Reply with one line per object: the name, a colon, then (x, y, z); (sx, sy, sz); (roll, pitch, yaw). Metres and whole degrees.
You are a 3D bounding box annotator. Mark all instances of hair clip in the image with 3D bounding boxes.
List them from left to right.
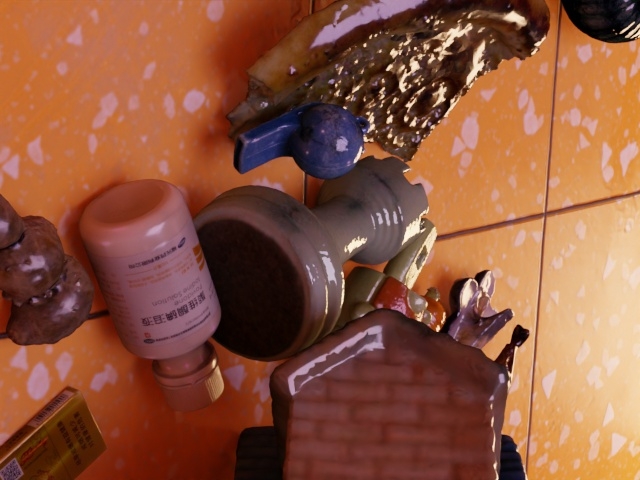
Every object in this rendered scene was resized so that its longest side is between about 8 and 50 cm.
hair clip: (0.179, 0.156, 2.147); (0.257, 0.075, 0.146); (-57, 152, -10)

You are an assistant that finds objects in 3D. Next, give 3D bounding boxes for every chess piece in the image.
chess piece: (0.000, 0.000, 1.828); (0.299, 0.195, 0.194); (-30, 122, -50)

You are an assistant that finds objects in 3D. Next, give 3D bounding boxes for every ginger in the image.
ginger: (-0.292, 0.020, 1.570); (0.104, 0.080, 0.204); (-47, 134, -21)

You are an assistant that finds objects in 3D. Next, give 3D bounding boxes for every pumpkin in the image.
pumpkin: (0.410, -0.364, 2.201); (0.202, 0.140, 0.202); (-14, 110, -42)

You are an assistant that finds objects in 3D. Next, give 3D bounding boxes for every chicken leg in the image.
chicken leg: (0.226, 0.217, 2.207); (0.089, 0.048, 0.219); (-12, 124, -79)

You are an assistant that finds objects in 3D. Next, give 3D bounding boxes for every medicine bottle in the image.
medicine bottle: (-0.165, 0.065, 1.699); (0.114, 0.114, 0.252); (-40, 129, -34)

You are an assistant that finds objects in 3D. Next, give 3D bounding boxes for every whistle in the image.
whistle: (-0.008, -0.100, 1.749); (0.158, 0.090, 0.090); (-28, 121, -30)
whistle: (0.066, 0.099, 1.965); (0.288, 0.106, 0.131); (-57, 157, -15)

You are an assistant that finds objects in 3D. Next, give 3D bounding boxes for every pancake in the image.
pancake: (0.087, -0.195, 1.843); (0.427, 0.067, 0.305); (-3, 136, -49)

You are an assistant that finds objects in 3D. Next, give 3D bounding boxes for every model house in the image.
model house: (0.035, 0.299, 1.739); (0.445, 0.395, 0.400); (86, 8, -53)

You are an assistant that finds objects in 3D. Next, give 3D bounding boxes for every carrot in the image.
carrot: (0.080, 0.160, 2.045); (0.256, 0.061, 0.061); (-51, 133, -22)

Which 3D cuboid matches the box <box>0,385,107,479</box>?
box: (-0.293, 0.231, 1.673); (0.156, 0.022, 0.089); (-44, 129, -31)
